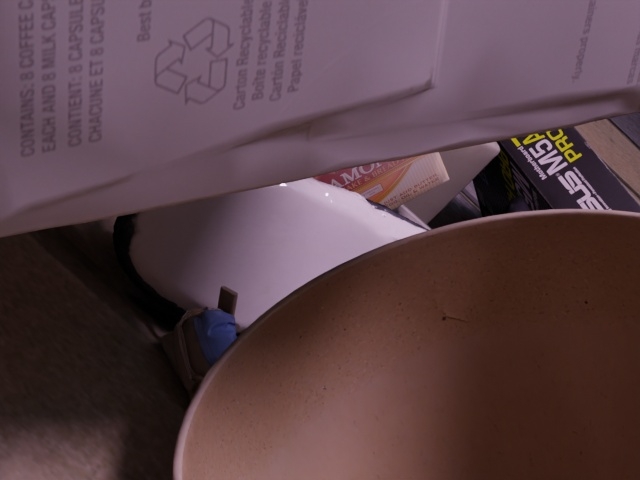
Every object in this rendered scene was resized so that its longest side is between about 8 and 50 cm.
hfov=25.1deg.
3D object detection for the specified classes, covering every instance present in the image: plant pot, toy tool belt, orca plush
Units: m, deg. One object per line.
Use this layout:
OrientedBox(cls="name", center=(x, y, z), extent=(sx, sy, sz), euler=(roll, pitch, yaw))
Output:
OrientedBox(cls="plant pot", center=(0.095, 0.141, 0.656), extent=(0.284, 0.284, 0.191), euler=(-98, 173, -59))
OrientedBox(cls="toy tool belt", center=(-0.046, 0.069, 0.768), extent=(0.052, 0.051, 0.083), euler=(14, 36, -54))
OrientedBox(cls="orca plush", center=(0.000, 0.000, 0.884), extent=(0.287, 0.151, 0.102), euler=(-11, 11, -27))

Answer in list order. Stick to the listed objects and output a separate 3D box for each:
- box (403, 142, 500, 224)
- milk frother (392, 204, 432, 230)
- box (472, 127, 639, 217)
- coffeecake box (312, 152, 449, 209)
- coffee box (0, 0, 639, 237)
OrientedBox(cls="box", center=(-0.015, -0.109, 1.079), extent=(0.311, 0.121, 0.148), euler=(18, 32, -51))
OrientedBox(cls="milk frother", center=(0.084, 0.026, 0.970), extent=(0.135, 0.143, 0.129), euler=(39, 28, -20))
OrientedBox(cls="box", center=(0.205, -0.021, 1.258), extent=(0.216, 0.060, 0.270), euler=(57, -3, 30))
OrientedBox(cls="coffeecake box", center=(-0.018, -0.084, 0.899), extent=(0.185, 0.142, 0.068), euler=(60, 3, -45))
OrientedBox(cls="coffee box", center=(-0.057, -0.245, 0.606), extent=(0.338, 0.337, 0.334), euler=(-14, 37, -32))
